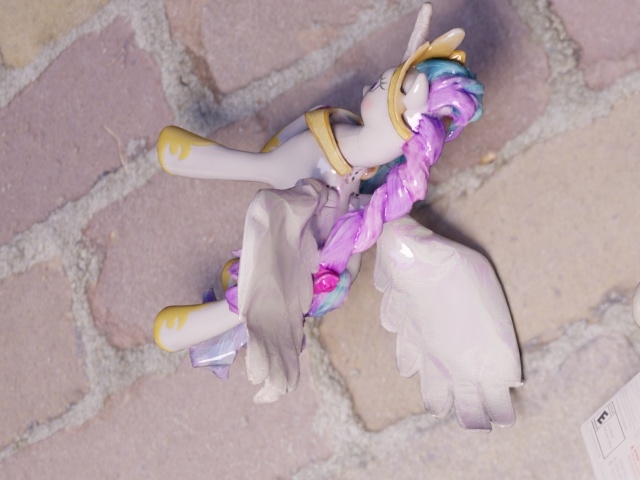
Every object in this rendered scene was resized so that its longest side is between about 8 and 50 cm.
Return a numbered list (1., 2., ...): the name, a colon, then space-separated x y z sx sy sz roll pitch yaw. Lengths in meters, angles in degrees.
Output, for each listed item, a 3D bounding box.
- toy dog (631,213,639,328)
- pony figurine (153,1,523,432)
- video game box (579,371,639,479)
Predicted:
1. toy dog: 0.405 -0.001 1.284 0.334 0.220 0.161 -30 105 23
2. pony figurine: 0.000 0.000 1.529 0.363 0.303 0.351 -20 63 46
3. video game box: 0.295 0.152 1.346 0.187 0.048 0.205 -49 22 21
